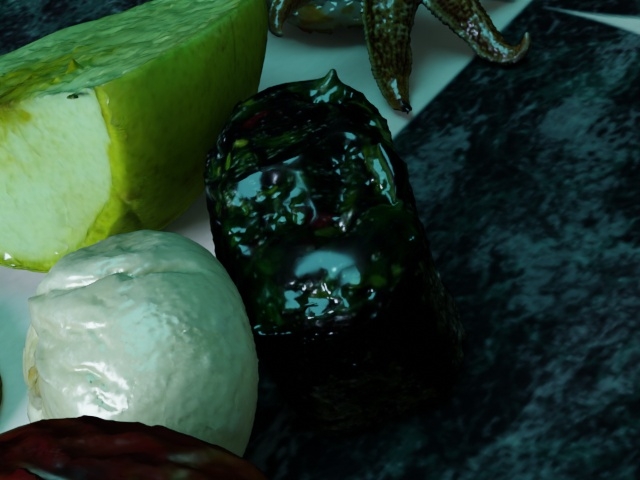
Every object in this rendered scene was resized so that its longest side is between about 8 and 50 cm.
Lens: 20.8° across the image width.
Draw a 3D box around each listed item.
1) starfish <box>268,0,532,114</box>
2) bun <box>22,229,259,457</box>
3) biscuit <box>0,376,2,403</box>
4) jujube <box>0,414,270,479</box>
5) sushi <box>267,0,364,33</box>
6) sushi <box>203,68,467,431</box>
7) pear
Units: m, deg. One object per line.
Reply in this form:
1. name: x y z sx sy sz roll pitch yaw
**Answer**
1. starfish: 0.057 -0.199 1.234 0.213 0.057 0.238 -5 66 -18
2. bun: -0.111 0.074 0.957 0.111 0.164 0.188 3 21 -27
3. biscuit: -0.302 0.101 1.106 0.208 0.049 0.181 6 45 34
4. jujube: -0.063 0.188 0.764 0.290 0.197 0.197 29 58 28
5. sushi: -0.028 -0.218 1.327 0.097 0.103 0.226 -45 45 -8
6. sushi: 0.000 0.000 1.020 0.124 0.127 0.225 -20 39 2
7. pear: -0.137 -0.087 1.187 0.288 0.139 0.239 -4 31 43
